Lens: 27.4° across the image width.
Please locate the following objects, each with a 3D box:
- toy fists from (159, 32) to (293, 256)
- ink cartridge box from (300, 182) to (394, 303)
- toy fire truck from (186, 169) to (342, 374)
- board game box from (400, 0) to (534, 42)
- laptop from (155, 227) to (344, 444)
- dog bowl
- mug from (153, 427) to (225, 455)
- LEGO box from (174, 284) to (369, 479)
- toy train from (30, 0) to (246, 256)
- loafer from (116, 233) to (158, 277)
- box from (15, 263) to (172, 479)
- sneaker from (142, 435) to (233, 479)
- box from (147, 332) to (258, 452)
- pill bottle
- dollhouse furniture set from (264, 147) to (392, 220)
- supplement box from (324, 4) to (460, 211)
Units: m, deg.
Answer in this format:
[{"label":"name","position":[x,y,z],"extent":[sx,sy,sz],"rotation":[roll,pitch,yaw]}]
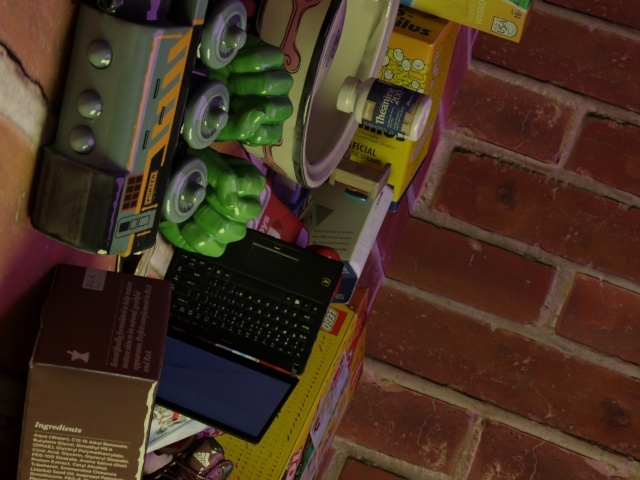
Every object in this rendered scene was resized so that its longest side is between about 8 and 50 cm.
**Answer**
[{"label":"toy fists","position":[-0.124,-0.119,1.621],"extent":[0.096,0.142,0.279],"rotation":[-11,120,-77]},{"label":"ink cartridge box","position":[0.000,0.000,2.299],"extent":[0.045,0.223,0.224],"rotation":[40,63,-38]},{"label":"toy fire truck","position":[-0.119,0.068,2.023],"extent":[0.254,0.169,0.302],"rotation":[46,63,-50]},{"label":"board game box","position":[0.203,-0.473,2.133],"extent":[0.242,0.317,0.064],"rotation":[94,20,-53]},{"label":"laptop","position":[-0.129,0.107,1.760],"extent":[0.136,0.234,0.264],"rotation":[41,71,-79]},{"label":"dog bowl","position":[-0.014,-0.285,1.849],"extent":[0.408,0.150,0.407],"rotation":[19,90,-79]},{"label":"mug","position":[-0.205,0.285,2.045],"extent":[0.169,0.113,0.150],"rotation":[-17,125,-72]},{"label":"LEGO box","position":[-0.091,0.345,2.474],"extent":[0.372,0.193,0.500],"rotation":[90,23,-59]},{"label":"toy train","position":[-0.186,-0.137,1.336],"extent":[0.190,0.142,0.333],"rotation":[-24,134,-62]},{"label":"loafer","position":[-0.229,0.012,1.615],"extent":[0.039,0.045,0.125],"rotation":[-49,160,-44]},{"label":"box","position":[-0.262,0.238,1.471],"extent":[0.191,0.143,0.381],"rotation":[-92,-169,-58]},{"label":"sneaker","position":[-0.220,0.342,1.883],"extent":[0.162,0.106,0.281],"rotation":[-45,165,13]},{"label":"box","position":[-0.189,0.206,1.871],"extent":[0.233,0.044,0.159],"rotation":[-17,130,-42]},{"label":"pill bottle","position":[0.086,-0.185,1.803],"extent":[0.067,0.120,0.067],"rotation":[20,90,-79]},{"label":"dollhouse furniture set","position":[0.002,-0.077,2.203],"extent":[0.129,0.184,0.129],"rotation":[-55,161,-53]},{"label":"supplement box","position":[0.106,-0.266,2.349],"extent":[0.195,0.194,0.356],"rotation":[-57,163,-50]}]
